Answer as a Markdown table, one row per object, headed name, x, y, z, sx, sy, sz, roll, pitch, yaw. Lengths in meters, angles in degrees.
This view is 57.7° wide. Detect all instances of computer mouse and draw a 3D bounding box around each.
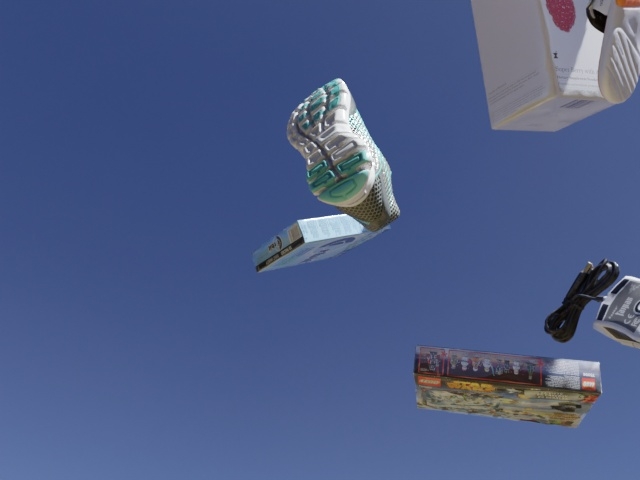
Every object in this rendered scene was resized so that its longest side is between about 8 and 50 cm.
| name | x | y | z | sx | sy | sz | roll | pitch | yaw |
| --- | --- | --- | --- | --- | --- | --- | --- | --- | --- |
| computer mouse | 0.305 | 0.073 | 0.570 | 0.042 | 0.193 | 0.106 | 38 | -93 | -10 |

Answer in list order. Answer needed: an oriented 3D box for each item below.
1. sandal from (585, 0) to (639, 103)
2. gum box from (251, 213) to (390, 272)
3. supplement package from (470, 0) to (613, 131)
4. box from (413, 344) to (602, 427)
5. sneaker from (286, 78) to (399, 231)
| name | x | y | z | sx | sy | sz | roll | pitch | yaw |
| --- | --- | --- | --- | --- | --- | --- | --- | --- | --- |
| sandal | 0.428 | -0.321 | 0.856 | 0.102 | 0.265 | 0.076 | 28 | -14 | -31 |
| gum box | 0.000 | 0.000 | 0.987 | 0.185 | 0.041 | 0.157 | -9 | -14 | -37 |
| supplement package | 0.435 | -0.382 | 1.140 | 0.178 | 0.292 | 0.175 | -4 | -9 | -24 |
| box | 0.147 | 0.121 | 0.479 | 0.137 | 0.027 | 0.094 | 4 | -31 | 13 |
| sneaker | 0.020 | -0.068 | 0.473 | 0.065 | 0.166 | 0.076 | -32 | -50 | 19 |
